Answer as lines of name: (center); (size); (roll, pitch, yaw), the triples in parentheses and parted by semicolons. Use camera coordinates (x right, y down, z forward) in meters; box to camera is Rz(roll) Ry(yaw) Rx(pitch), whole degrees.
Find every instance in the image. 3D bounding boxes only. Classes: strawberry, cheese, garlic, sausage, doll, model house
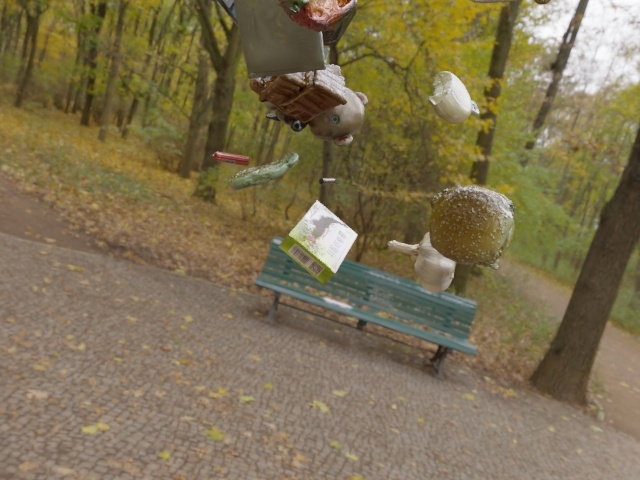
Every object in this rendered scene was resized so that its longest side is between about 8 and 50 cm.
strawberry: (-0.007, -0.421, 0.944); (0.085, 0.192, 0.140); (9, -24, 44)
cheese: (0.413, -0.400, 1.712); (0.070, 0.164, 0.248); (-26, -37, 36)
garlic: (0.315, 0.050, 1.785); (0.225, 0.199, 0.199); (15, 6, 11)
sausage: (-0.314, -0.284, 1.990); (0.129, 0.034, 0.034); (6, 11, -23)
doll: (-0.018, -0.430, 1.891); (0.329, 0.235, 0.174); (18, -24, 10)
model house: (-0.052, -0.464, 1.699); (0.199, 0.220, 0.229); (37, -10, -36)

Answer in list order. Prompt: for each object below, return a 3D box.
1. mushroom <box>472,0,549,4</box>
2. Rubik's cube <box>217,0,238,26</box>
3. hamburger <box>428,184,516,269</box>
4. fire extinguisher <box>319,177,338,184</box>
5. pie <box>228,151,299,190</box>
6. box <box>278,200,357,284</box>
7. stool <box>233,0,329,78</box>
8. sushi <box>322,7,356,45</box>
mushroom: (0.430, -0.539, 1.264); (0.306, 0.043, 0.068); (-19, 1, -37)
Rubik's cube: (-0.186, -0.993, 2.345); (0.316, 0.313, 0.318); (3, 46, -52)
hamburger: (0.340, -0.040, 1.331); (0.215, 0.190, 0.122); (25, 2, 37)
fire extinguisher: (0.030, -0.203, 1.978); (0.083, 0.022, 0.028); (-8, 55, -52)
pie: (-0.182, -0.221, 1.851); (0.240, 0.054, 0.240); (-20, 13, 5)
box: (0.000, 0.000, 1.742); (0.175, 0.062, 0.260); (40, 32, -3)
stool: (-0.077, -0.504, 1.241); (0.170, 0.244, 0.270); (-4, 26, 7)
sushi: (-0.034, -0.808, 2.003); (0.227, 0.215, 0.212); (26, -11, 18)
